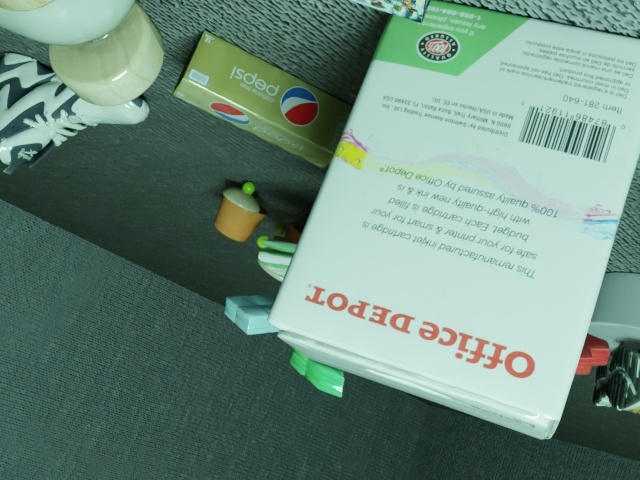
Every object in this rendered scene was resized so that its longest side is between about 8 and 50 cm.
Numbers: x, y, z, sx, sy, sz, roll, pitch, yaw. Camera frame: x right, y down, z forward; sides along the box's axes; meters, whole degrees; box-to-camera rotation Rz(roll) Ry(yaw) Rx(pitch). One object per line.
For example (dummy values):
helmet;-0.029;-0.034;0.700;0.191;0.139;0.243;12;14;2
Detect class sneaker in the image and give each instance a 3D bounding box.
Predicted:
sneaker;0.435;0.194;1.128;0.094;0.081;0.208;12;172;8
sneaker;-0.343;-0.146;1.082;0.235;0.153;0.094;17;167;14

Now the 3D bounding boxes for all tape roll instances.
tape roll;0.449;0.116;1.095;0.219;0.072;0.219;20;167;5

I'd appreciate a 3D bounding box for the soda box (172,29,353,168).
soda box;-0.055;-0.142;0.867;0.181;0.058;0.061;25;166;-16

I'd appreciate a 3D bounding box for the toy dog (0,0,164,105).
toy dog;-0.236;-0.250;0.615;0.334;0.161;0.220;36;169;0

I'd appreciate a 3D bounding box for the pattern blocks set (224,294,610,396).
pattern blocks set;0.090;0.079;0.791;0.325;0.026;0.285;-7;-156;-44

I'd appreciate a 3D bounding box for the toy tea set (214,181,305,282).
toy tea set;0.000;0.000;1.314;0.336;0.124;0.200;24;-164;-26

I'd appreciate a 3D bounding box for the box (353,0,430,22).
box;0.014;-0.204;0.582;0.137;0.027;0.094;19;166;7

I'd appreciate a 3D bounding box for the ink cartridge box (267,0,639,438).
ink cartridge box;0.112;-0.020;0.619;0.201;0.278;0.117;17;164;18

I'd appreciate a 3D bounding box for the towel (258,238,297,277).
towel;0.094;0.088;1.114;0.248;0.038;0.325;9;161;36
